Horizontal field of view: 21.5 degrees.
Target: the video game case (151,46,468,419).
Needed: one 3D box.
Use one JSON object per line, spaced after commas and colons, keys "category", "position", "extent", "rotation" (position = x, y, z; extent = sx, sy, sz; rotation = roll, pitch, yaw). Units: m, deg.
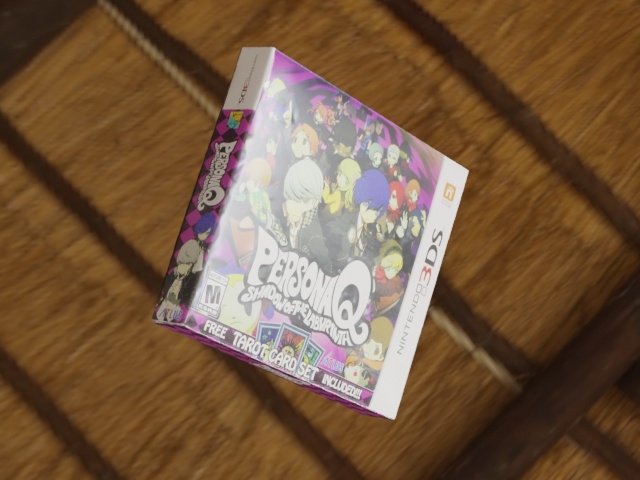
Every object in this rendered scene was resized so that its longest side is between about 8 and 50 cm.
{"category": "video game case", "position": [0.000, 0.000, 1.240], "extent": [0.041, 0.232, 0.210], "rotation": [4, -108, 46]}
